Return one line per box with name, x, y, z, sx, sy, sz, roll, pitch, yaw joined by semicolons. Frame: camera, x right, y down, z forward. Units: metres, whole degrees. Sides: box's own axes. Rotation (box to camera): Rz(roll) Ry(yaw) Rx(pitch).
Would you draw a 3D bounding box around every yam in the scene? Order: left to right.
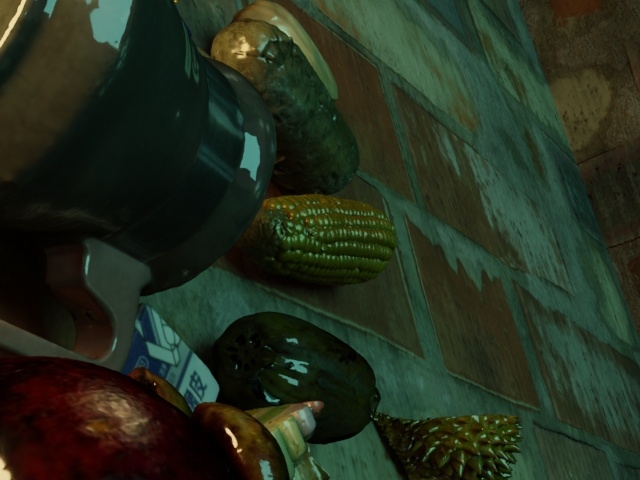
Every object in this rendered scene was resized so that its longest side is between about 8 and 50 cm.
yam;-0.049;-0.165;1.389;0.330;0.133;0.133;54;20;-63

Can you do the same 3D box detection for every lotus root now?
lotus root;-0.025;0.153;1.212;0.241;0.123;0.124;37;65;-51

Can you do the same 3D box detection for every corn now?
corn;0.000;0.000;1.422;0.322;0.119;0.119;3;64;-57

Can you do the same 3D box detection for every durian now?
durian;0.200;0.311;1.534;0.260;0.154;0.186;-8;98;-57

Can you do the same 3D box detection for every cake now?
cake;-0.083;0.182;0.917;0.090;0.109;0.225;65;26;-19

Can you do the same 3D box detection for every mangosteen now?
mangosteen;-0.142;0.213;0.672;0.347;0.307;0.306;-16;81;-41

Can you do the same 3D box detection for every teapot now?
teapot;-0.214;-0.083;0.897;0.362;0.306;0.376;37;55;-57

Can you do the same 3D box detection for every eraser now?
eraser;-0.167;0.169;0.976;0.124;0.068;0.210;55;27;-24

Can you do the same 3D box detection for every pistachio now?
pistachio;-0.056;-0.238;1.525;0.200;0.117;0.145;50;2;-38

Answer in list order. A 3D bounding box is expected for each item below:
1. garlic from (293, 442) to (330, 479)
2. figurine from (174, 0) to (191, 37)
garlic;-0.080;0.264;1.010;0.128;0.115;0.206;23;25;3
figurine;-0.197;-0.278;1.277;0.194;0.133;0.274;-29;90;-23
